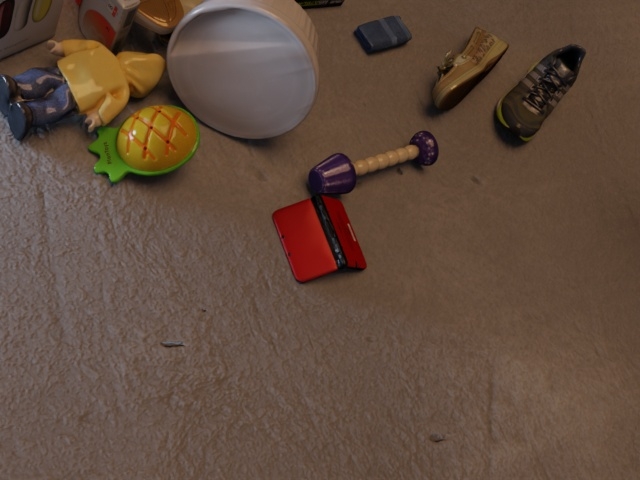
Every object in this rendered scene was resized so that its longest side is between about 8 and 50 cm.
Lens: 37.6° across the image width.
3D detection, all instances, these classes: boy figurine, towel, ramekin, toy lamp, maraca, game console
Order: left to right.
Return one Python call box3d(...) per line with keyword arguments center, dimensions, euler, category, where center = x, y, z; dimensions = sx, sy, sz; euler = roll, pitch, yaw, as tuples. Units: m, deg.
box3d(center=(-0.395, -0.267, 1.579), dimensions=(0.285, 0.092, 0.177), euler=(-26, 77, -35), category="boy figurine")
box3d(center=(-0.293, -0.162, 1.572), dimensions=(0.186, 0.099, 0.127), euler=(-17, 67, -5), category="maraca")
box3d(center=(-0.123, -0.322, 1.641), dimensions=(0.273, 0.273, 0.127), euler=(27, 44, -11), category="ramekin")
box3d(center=(0.000, 0.000, 1.673), dimensions=(0.124, 0.085, 0.144), euler=(9, 55, -58), category="game console")
box3d(center=(0.099, -0.142, 1.761), dimensions=(0.275, 0.080, 0.080), euler=(-17, 72, -33), category="toy lamp")
box3d(center=(0.131, -0.429, 1.958), dimensions=(0.119, 0.029, 0.067), euler=(-22, 75, -34), category="towel")

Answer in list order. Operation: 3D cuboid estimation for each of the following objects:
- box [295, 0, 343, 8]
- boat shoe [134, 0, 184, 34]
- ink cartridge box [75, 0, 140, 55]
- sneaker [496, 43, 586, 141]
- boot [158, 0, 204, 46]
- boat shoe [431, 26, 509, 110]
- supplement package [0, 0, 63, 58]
box3d(center=(-0.059, -0.562, 1.930), dimensions=(0.184, 0.045, 0.190), euler=(-15, 72, -29), category="box")
box3d(center=(-0.357, -0.447, 1.682), dimensions=(0.277, 0.096, 0.098), euler=(41, 53, 12), category="boat shoe")
box3d(center=(-0.399, -0.424, 1.627), dimensions=(0.179, 0.145, 0.045), euler=(46, 53, 3), category="ink cartridge box")
box3d(center=(0.474, -0.327, 2.012), dimensions=(0.111, 0.121, 0.300), euler=(38, 54, -3), category="sneaker")
box3d(center=(-0.285, -0.445, 1.740), dimensions=(0.213, 0.077, 0.165), euler=(19, 60, -16), category="boot")
box3d(center=(0.295, -0.361, 1.965), dimensions=(0.089, 0.104, 0.285), euler=(42, 44, 5), category="boat shoe")
box3d(center=(-0.533, -0.410, 1.519), dimensions=(0.149, 0.203, 0.194), euler=(49, 55, 5), category="supplement package")
